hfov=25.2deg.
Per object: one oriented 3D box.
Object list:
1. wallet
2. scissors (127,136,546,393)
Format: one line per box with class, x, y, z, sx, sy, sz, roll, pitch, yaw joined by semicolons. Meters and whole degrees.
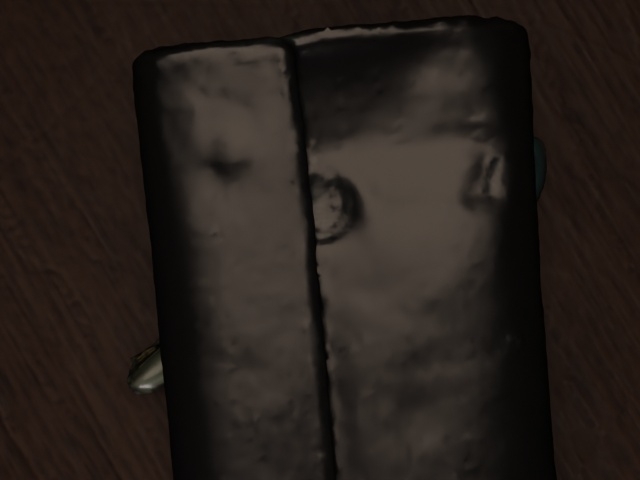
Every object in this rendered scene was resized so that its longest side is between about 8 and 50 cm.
wallet;0.023;0.082;0.822;0.228;0.062;0.406;-6;94;-6
scissors;0.000;0.000;0.869;0.289;0.041;0.138;-38;87;-6
